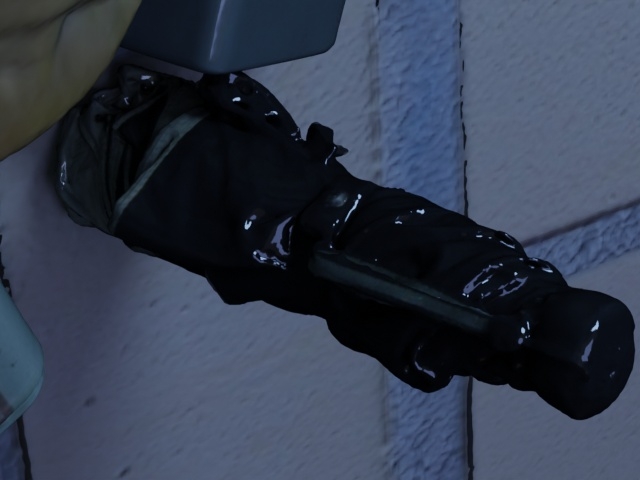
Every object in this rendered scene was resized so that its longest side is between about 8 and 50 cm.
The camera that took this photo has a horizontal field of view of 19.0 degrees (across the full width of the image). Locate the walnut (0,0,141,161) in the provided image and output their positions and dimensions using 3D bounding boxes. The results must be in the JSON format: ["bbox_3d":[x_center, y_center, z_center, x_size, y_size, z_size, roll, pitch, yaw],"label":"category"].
[{"bbox_3d":[-0.229,-0.169,0.723,0.381,0.381,0.381,-15,117,-33],"label":"walnut"}]

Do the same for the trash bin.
[{"bbox_3d":[-0.030,-0.214,0.996,0.177,0.101,0.236,-26,132,-65],"label":"trash bin"}]

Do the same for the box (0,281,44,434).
[{"bbox_3d":[-0.284,0.080,0.912,0.312,0.175,0.182,-45,139,-15],"label":"box"}]

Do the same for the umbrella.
[{"bbox_3d":[0.001,-0.006,0.971,0.113,0.358,0.106,-59,141,-7],"label":"umbrella"}]
